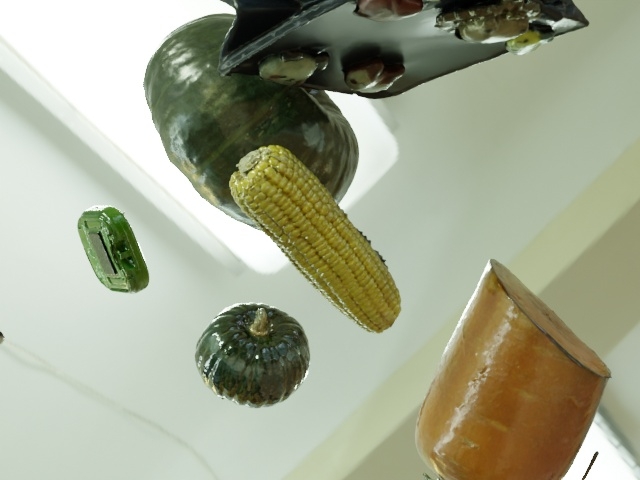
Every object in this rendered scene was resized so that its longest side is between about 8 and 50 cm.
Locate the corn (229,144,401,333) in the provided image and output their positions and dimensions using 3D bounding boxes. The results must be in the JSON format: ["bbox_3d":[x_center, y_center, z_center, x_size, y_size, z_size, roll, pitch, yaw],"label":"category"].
[{"bbox_3d":[0.000,0.000,0.968,0.072,0.072,0.203,-42,-70,-1],"label":"corn"}]

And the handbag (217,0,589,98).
[{"bbox_3d":[0.084,-0.241,1.155,0.303,0.329,0.121,-1,-96,-47],"label":"handbag"}]

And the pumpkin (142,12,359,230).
[{"bbox_3d":[-0.083,-0.150,1.361,0.207,0.300,0.300,-45,-36,13],"label":"pumpkin"}]

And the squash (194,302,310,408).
[{"bbox_3d":[-0.125,0.211,2.043,0.218,0.218,0.172,-20,-20,-27],"label":"squash"}]

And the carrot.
[{"bbox_3d":[0.223,0.212,1.314,0.214,0.193,0.331,23,-76,-9],"label":"carrot"}]

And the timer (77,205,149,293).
[{"bbox_3d":[-0.317,0.015,1.672,0.047,0.128,0.140,-29,-72,-32],"label":"timer"}]

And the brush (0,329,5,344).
[{"bbox_3d":[-0.356,-0.022,0.813,0.050,0.321,0.060,-48,-18,0],"label":"brush"}]
